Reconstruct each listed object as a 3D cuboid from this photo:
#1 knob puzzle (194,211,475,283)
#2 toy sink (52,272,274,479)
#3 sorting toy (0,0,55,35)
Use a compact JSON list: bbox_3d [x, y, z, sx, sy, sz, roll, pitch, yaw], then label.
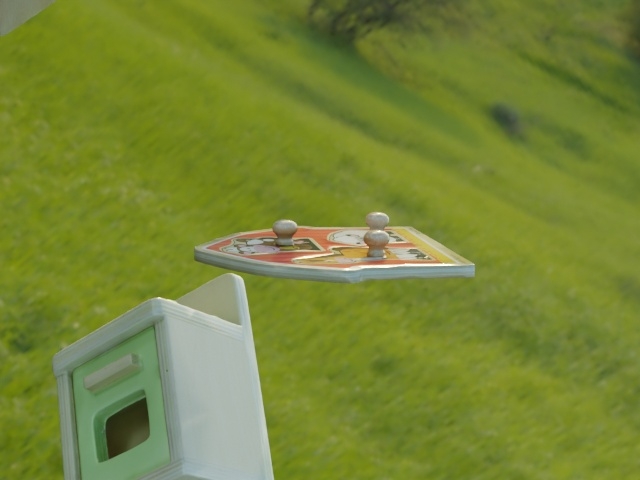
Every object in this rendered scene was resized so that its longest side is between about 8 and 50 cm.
[{"bbox_3d":[0.000,0.000,1.074,0.213,0.213,0.030,-24,118,-67],"label":"knob puzzle"},{"bbox_3d":[-0.153,0.142,1.304,0.131,0.153,0.234,25,47,-46],"label":"toy sink"},{"bbox_3d":[-0.229,-0.344,1.280,0.089,0.255,0.257,48,-18,10],"label":"sorting toy"}]
